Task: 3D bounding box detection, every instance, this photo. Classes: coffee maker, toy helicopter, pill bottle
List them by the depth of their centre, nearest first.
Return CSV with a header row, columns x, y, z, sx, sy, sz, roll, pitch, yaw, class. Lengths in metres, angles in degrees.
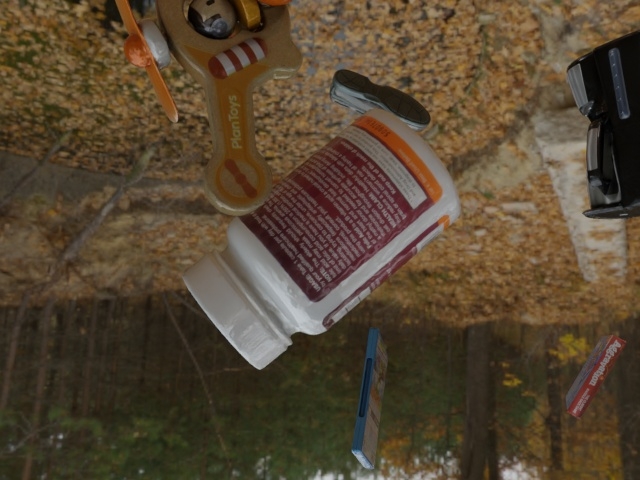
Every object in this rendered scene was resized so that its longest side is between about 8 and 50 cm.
x,y,z,sx,sy,sz,roll,pitch,yaw,class
0.353,-0.120,0.648,0.171,0.178,0.120,-8,173,28,coffee maker
-0.133,-0.204,0.776,0.234,0.355,0.140,-3,168,-21,toy helicopter
0.000,0.000,0.965,0.392,0.224,0.224,-39,169,-6,pill bottle

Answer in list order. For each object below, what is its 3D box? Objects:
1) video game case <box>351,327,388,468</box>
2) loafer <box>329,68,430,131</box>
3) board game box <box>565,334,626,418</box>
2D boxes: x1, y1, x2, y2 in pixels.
x,y,z,sx,sy,sz,roll,pitch,yaw,class
0.071,0.220,0.868,0.015,0.166,0.119,3,152,16,video game case
0.147,-0.342,1.586,0.267,0.096,0.084,27,143,1,loafer
0.488,0.238,1.123,0.027,0.145,0.281,30,-177,23,board game box
